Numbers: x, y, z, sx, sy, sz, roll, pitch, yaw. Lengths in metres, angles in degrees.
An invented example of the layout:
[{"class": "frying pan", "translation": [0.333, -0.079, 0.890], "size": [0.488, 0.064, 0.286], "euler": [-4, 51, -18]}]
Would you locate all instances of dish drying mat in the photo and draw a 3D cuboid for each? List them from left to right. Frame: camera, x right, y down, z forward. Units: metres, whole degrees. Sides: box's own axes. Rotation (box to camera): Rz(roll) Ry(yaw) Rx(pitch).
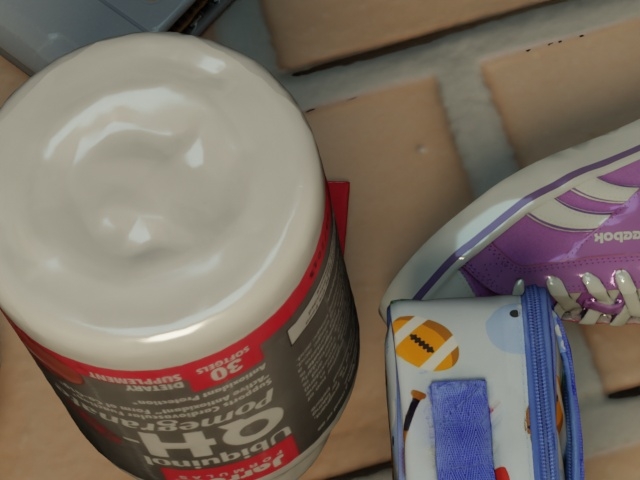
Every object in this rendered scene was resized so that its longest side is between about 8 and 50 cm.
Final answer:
[{"class": "dish drying mat", "translation": [0.000, 0.000, 1.251], "size": [0.032, 0.008, 0.083], "euler": [2, 65, 6]}]

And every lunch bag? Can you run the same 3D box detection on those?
[{"class": "lunch bag", "translation": [0.093, 0.187, 1.027], "size": [0.115, 0.243, 0.303], "euler": [-5, 64, 4]}]

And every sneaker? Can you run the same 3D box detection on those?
[{"class": "sneaker", "translation": [0.185, 0.023, 1.172], "size": [0.282, 0.102, 0.161], "euler": [-27, 69, -6]}]

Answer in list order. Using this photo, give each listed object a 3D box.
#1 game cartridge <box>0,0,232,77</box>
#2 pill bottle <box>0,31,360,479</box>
[{"class": "game cartridge", "translation": [-0.123, -0.238, 1.348], "size": [0.198, 0.062, 0.297], "euler": [37, 74, 15]}, {"class": "pill bottle", "translation": [-0.070, 0.036, 1.070], "size": [0.176, 0.318, 0.176], "euler": [-3, 65, 6]}]
